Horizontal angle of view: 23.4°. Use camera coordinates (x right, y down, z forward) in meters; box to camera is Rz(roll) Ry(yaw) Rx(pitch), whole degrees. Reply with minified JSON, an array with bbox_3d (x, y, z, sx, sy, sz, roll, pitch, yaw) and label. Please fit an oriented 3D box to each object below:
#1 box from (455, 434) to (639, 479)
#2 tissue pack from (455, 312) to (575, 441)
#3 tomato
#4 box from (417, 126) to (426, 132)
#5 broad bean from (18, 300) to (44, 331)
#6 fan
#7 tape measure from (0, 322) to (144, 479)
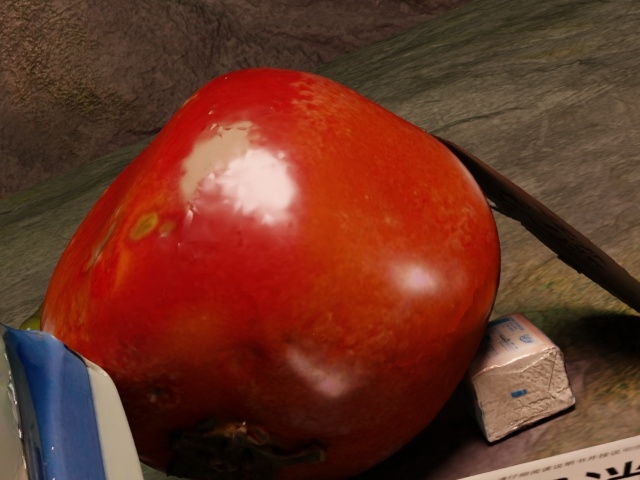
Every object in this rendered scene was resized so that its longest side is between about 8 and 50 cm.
[{"bbox_3d":[0.120,0.188,0.658,0.333,0.145,0.173,-17,13,21],"label":"box"},{"bbox_3d":[0.136,0.097,1.131,0.074,0.058,0.094,-21,15,-3],"label":"tissue pack"},{"bbox_3d":[-0.036,0.033,1.116,0.325,0.293,0.289,135,150,-55],"label":"tomato"},{"bbox_3d":[0.000,0.000,1.506,0.231,0.155,0.149,-26,17,-19],"label":"box"},{"bbox_3d":[-0.300,0.077,1.867,0.075,0.067,0.325,-49,2,30],"label":"broad bean"},{"bbox_3d":[0.156,-0.022,1.228,0.012,0.233,0.415,-50,15,0],"label":"fan"},{"bbox_3d":[-0.219,0.206,0.926,0.262,0.138,0.259,-33,49,23],"label":"tape measure"}]
